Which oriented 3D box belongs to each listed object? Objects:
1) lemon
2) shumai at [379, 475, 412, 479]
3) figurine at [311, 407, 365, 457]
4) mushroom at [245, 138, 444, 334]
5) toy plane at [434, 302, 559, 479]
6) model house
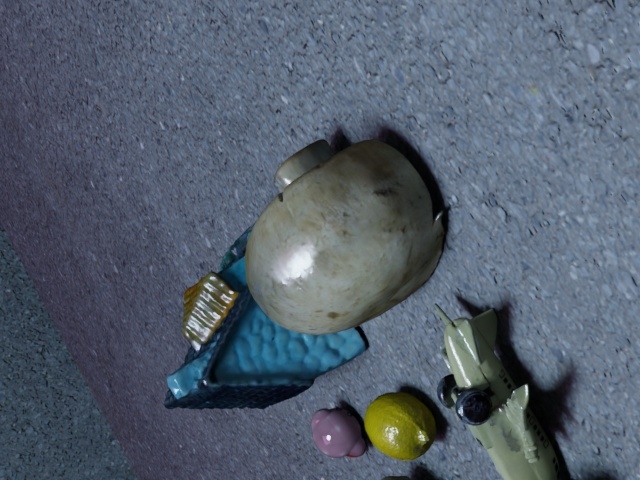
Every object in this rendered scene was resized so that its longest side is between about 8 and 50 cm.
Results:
[{"bbox_3d":[0.098,0.227,1.616,0.111,0.082,0.082,26,138,62],"label":"lemon"},{"bbox_3d":[0.157,0.464,1.654,0.267,0.262,0.314,101,179,-70],"label":"shumai"},{"bbox_3d":[0.025,0.265,1.813,0.083,0.067,0.071,35,169,16],"label":"figurine"},{"bbox_3d":[0.000,0.000,1.437,0.195,0.189,0.253,51,151,15],"label":"mushroom"},{"bbox_3d":[0.184,0.182,1.397,0.229,0.092,0.244,-156,45,-76],"label":"toy plane"},{"bbox_3d":[-0.122,0.128,1.749,0.226,0.241,0.261,57,156,3],"label":"model house"}]
